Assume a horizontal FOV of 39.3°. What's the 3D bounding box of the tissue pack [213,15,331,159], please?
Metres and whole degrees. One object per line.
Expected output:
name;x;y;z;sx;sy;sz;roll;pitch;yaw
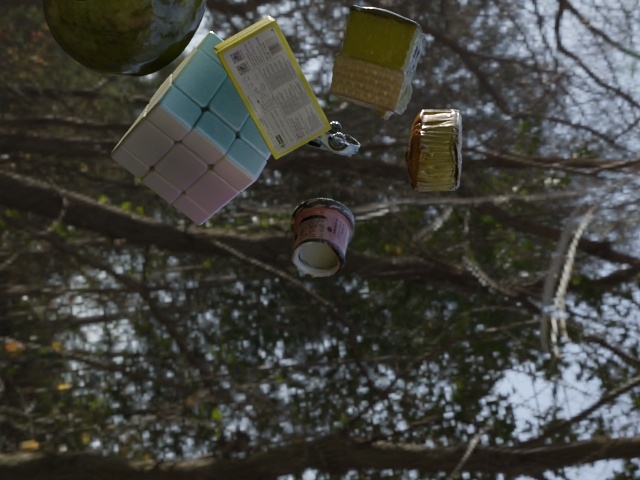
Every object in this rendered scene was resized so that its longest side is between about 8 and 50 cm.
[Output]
tissue pack;-0.068;-0.217;1.275;0.176;0.095;0.062;60;-1;-23

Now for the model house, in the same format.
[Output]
model house;0.135;-0.427;2.188;0.175;0.193;0.234;35;73;-78

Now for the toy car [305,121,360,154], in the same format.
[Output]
toy car;-0.023;-0.205;1.613;0.056;0.205;0.095;-59;-165;15

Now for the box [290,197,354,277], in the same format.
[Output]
box;0.000;0.000;2.062;0.135;0.151;0.151;-83;-174;-46

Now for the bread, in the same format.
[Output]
bread;0.221;-0.175;1.730;0.190;0.114;0.132;-81;170;-59

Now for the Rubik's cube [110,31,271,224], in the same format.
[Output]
Rubik's cube;-0.306;-0.292;2.382;0.319;0.316;0.322;-33;-155;48

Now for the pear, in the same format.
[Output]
pear;-0.449;-0.536;2.047;0.413;0.352;0.352;0;-84;46
